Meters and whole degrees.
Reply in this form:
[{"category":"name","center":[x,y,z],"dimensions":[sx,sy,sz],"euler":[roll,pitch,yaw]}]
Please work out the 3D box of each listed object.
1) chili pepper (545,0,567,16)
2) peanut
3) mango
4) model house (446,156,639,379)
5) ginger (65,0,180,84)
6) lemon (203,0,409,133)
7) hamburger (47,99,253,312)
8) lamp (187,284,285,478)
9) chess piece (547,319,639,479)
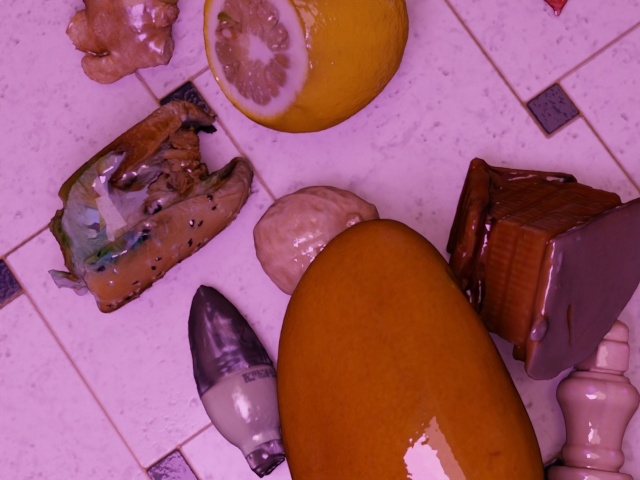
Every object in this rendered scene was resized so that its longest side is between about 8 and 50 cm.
[{"category":"chili pepper","center":[0.289,-0.380,1.697],"dimensions":[0.059,0.050,0.191],"euler":[-11,95,-1]},{"category":"peanut","center":[0.000,0.000,1.635],"dimensions":[0.159,0.109,0.140],"euler":[-29,89,2]},{"category":"mango","center":[0.088,0.196,1.482],"dimensions":[0.300,0.232,0.446],"euler":[-25,76,45]},{"category":"model house","center":[0.243,0.024,1.596],"dimensions":[0.229,0.219,0.199],"euler":[26,117,46]},{"category":"ginger","center":[-0.251,-0.314,1.695],"dimensions":[0.157,0.102,0.216],"euler":[-12,87,29]},{"category":"lemon","center":[-0.005,-0.256,1.615],"dimensions":[0.219,0.240,0.240],"euler":[-22,80,-40]},{"category":"hamburger","center":[-0.217,-0.040,1.623],"dimensions":[0.288,0.192,0.168],"euler":[-38,92,-1]},{"category":"lamp","center":[-0.105,0.168,1.631],"dimensions":[0.101,0.101,0.250],"euler":[-25,70,0]},{"category":"chess piece","center":[0.318,0.287,1.585],"dimensions":[0.117,0.117,0.397],"euler":[6,82,4]}]
